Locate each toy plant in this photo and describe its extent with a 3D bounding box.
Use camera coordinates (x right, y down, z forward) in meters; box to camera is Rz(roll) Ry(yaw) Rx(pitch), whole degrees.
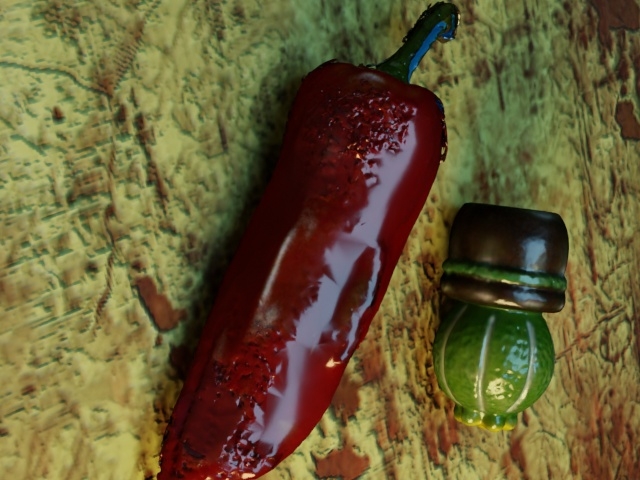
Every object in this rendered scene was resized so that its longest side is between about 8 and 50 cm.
[{"bbox_3d":[0.129,0.056,1.002,0.092,0.092,0.162,5,91,-42],"label":"toy plant"}]

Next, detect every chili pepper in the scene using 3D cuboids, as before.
[{"bbox_3d":[0.000,0.000,0.881,0.110,0.110,0.388,33,75,-38],"label":"chili pepper"}]
